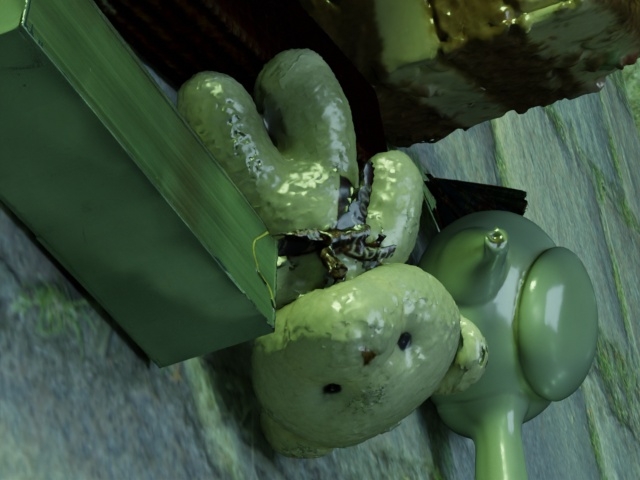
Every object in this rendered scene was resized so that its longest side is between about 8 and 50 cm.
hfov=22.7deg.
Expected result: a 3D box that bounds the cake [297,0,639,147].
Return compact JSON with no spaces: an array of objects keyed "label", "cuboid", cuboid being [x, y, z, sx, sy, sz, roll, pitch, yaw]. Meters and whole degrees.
[{"label":"cake","cuboid":[0.130,-0.260,1.487,0.256,0.290,0.282,17,54,-68]}]

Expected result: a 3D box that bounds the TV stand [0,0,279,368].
[{"label":"TV stand","cuboid":[-0.123,-0.040,0.908,0.269,0.088,0.082,54,25,-41]}]

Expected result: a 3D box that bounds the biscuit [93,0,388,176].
[{"label":"biscuit","cuboid":[-0.053,-0.143,1.208,0.388,0.073,0.107,39,36,-55]}]

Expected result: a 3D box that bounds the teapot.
[{"label":"teapot","cuboid":[0.172,0.130,1.466,0.220,0.149,0.318,-1,89,-55]}]

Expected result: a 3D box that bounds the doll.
[{"label":"doll","cuboid":[-0.004,0.001,1.087,0.149,0.175,0.278,48,18,-85]}]

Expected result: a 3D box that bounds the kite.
[{"label":"kite","cuboid":[0.166,0.000,1.625,0.183,0.014,0.241,44,-29,25]}]
